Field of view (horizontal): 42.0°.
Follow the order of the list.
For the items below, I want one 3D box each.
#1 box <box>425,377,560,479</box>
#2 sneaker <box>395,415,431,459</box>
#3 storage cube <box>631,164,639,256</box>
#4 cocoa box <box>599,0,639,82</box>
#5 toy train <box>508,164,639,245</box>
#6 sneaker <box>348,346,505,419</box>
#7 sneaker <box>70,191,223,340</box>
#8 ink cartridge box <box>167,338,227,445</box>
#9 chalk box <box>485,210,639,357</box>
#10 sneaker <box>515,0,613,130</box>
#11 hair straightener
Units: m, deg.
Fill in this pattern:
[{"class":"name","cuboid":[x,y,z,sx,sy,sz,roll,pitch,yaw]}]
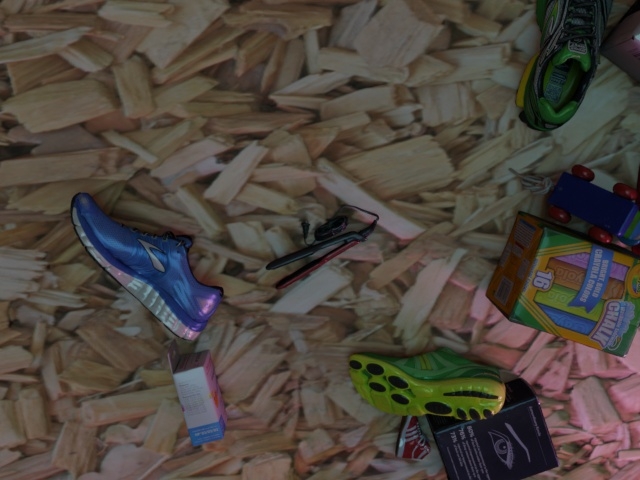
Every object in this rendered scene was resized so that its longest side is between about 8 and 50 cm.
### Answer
[{"class":"box","cuboid":[0.324,0.375,1.581,0.207,0.108,0.153,-19,100,1]},{"class":"sneaker","cuboid":[0.188,0.369,1.609,0.067,0.042,0.118,11,107,0]},{"class":"storage cube","cuboid":[0.683,-0.042,1.476,0.184,0.193,0.214,2,101,-2]},{"class":"cocoa box","cuboid":[0.693,-0.317,1.388,0.347,0.231,0.228,37,99,0]},{"class":"toy train","cuboid":[0.473,-0.071,1.508,0.143,0.248,0.105,20,101,-46]},{"class":"sneaker","cuboid":[0.197,0.263,1.562,0.296,0.123,0.109,9,114,15]},{"class":"sneaker","cuboid":[-0.310,0.025,1.504,0.330,0.130,0.147,44,82,-12]},{"class":"ink cartridge box","cuboid":[-0.226,0.272,1.545,0.062,0.104,0.181,-14,101,0]},{"class":"chalk box","cuboid":[0.479,0.085,1.500,0.289,0.180,0.179,18,99,-6]},{"class":"sneaker","cuboid":[0.442,-0.354,1.434,0.134,0.146,0.343,10,99,-4]},{"class":"hair straightener","cuboid":[0.000,0.000,1.533,0.231,0.047,0.089,-28,100,3]}]
